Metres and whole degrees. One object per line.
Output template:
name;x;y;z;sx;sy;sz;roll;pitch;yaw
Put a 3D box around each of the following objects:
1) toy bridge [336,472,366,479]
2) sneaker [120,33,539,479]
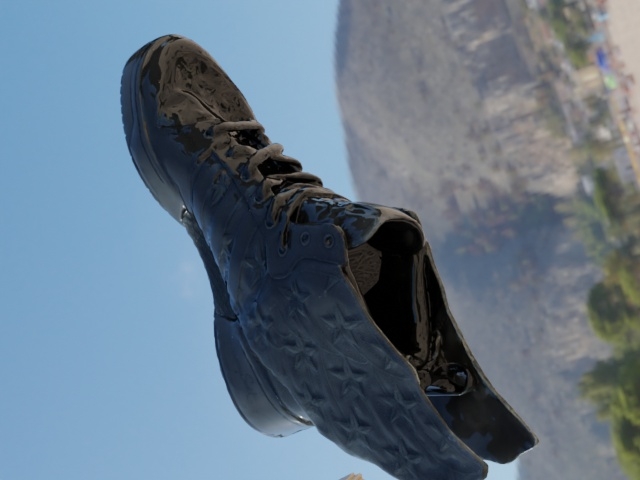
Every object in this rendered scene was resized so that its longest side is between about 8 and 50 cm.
toy bridge;-0.015;0.192;0.731;0.026;0.063;0.188;55;-144;-1
sneaker;-0.002;0.000;0.395;0.051;0.089;0.170;-15;-97;-46
